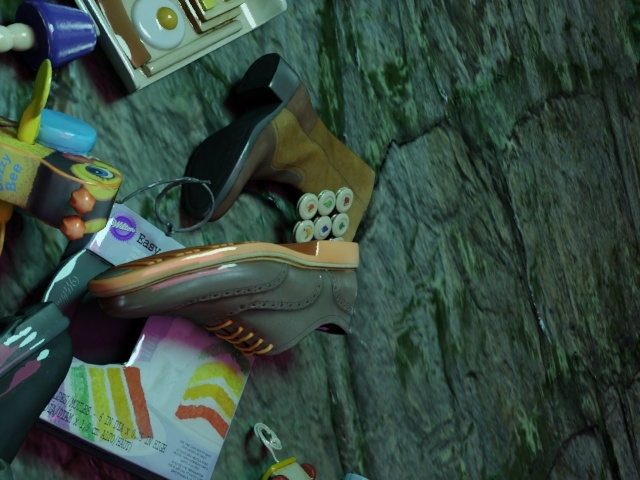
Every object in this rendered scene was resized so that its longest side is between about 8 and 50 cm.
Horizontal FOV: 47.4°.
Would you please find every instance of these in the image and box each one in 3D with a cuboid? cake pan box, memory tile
[{"bbox_3d":[-0.200,0.119,0.817,0.267,0.070,0.245,40,54,-30],"label":"cake pan box"},{"bbox_3d":[0.000,0.000,1.028,0.113,0.012,0.148,-12,117,-46],"label":"memory tile"}]

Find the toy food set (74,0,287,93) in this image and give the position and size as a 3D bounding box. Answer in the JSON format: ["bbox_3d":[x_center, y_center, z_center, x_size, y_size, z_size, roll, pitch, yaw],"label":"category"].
[{"bbox_3d":[-0.185,-0.342,0.916,0.306,0.092,0.219,-42,110,-41],"label":"toy food set"}]

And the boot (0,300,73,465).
[{"bbox_3d":[-0.253,0.327,0.625,0.367,0.146,0.445,-39,105,-18],"label":"boot"}]

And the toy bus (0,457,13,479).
[{"bbox_3d":[-0.247,0.251,0.438,0.150,0.211,0.220,-9,99,-28],"label":"toy bus"}]

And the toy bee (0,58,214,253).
[{"bbox_3d":[-0.249,-0.068,0.677,0.298,0.162,0.195,-2,110,-9],"label":"toy bee"}]

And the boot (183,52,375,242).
[{"bbox_3d":[-0.045,-0.074,1.024,0.280,0.096,0.264,48,49,-41],"label":"boot"}]

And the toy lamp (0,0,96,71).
[{"bbox_3d":[-0.357,-0.200,0.731,0.275,0.080,0.080,-19,94,-43],"label":"toy lamp"}]

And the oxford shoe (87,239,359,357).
[{"bbox_3d":[-0.081,0.069,0.811,0.364,0.130,0.132,-2,87,-44],"label":"oxford shoe"}]

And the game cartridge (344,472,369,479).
[{"bbox_3d":[0.104,0.487,1.040,0.294,0.060,0.196,42,58,-29],"label":"game cartridge"}]

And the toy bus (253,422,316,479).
[{"bbox_3d":[-0.028,0.356,0.895,0.191,0.202,0.104,38,98,-24],"label":"toy bus"}]
